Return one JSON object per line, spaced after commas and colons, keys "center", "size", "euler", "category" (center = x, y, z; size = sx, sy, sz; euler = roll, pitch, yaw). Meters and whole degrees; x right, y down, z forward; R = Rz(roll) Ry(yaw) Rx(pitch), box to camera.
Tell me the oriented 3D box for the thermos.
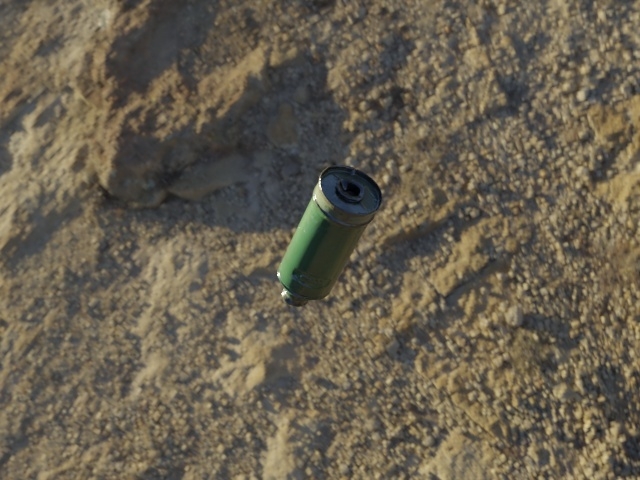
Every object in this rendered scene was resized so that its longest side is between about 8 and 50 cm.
{"center": [-0.002, 0.003, 0.981], "size": [0.073, 0.187, 0.083], "euler": [-11, 54, -35], "category": "thermos"}
